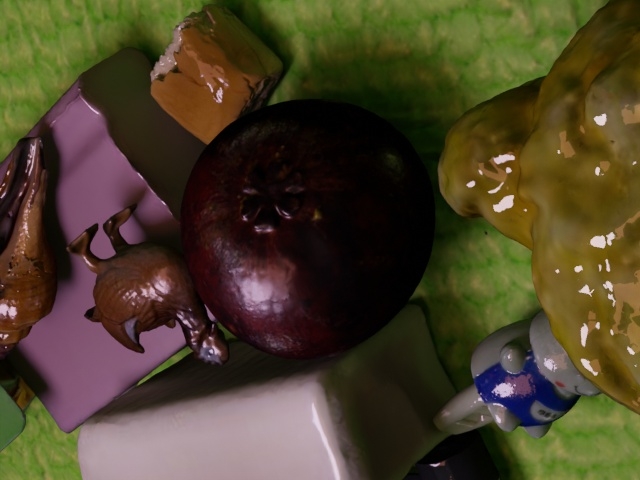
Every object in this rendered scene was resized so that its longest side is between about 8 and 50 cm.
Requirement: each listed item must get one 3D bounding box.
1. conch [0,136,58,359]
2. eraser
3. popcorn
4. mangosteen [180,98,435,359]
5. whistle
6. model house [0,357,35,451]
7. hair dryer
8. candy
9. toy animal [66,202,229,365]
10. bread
[{"bbox_3d":[-0.307,0.009,1.709,0.080,0.086,0.233,-140,45,-70],"label":"conch"},{"bbox_3d":[-0.224,0.010,1.780,0.272,0.122,0.359,50,134,1],"label":"eraser"},{"bbox_3d":[0.269,-0.024,1.259,0.334,0.292,0.293,62,177,27],"label":"popcorn"},{"bbox_3d":[0.000,0.000,1.559,0.235,0.235,0.261,25,170,25],"label":"mangosteen"},{"bbox_3d":[0.194,0.117,1.525,0.244,0.110,0.092,-37,52,36],"label":"whistle"},{"bbox_3d":[-0.507,0.192,1.951,0.340,0.323,0.300,-42,85,2],"label":"model house"},{"bbox_3d":[0.097,0.258,1.711,0.219,0.071,0.124,-9,108,47],"label":"hair dryer"},{"bbox_3d":[-0.052,0.183,1.680,0.359,0.208,0.145,-14,104,42],"label":"candy"},{"bbox_3d":[-0.164,0.063,1.627,0.179,0.089,0.188,50,145,3],"label":"toy animal"},{"bbox_3d":[-0.103,-0.152,1.618,0.106,0.082,0.125,48,131,15],"label":"bread"}]
